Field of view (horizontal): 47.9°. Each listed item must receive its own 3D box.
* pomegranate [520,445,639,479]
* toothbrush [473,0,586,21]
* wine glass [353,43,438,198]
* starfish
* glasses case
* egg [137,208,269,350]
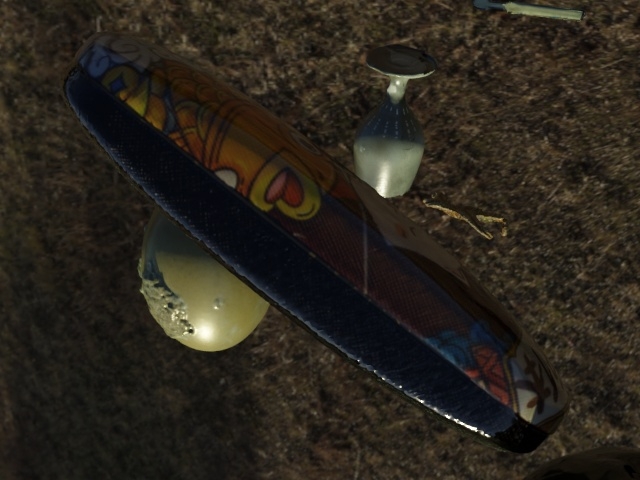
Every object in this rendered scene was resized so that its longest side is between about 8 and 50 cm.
[{"bbox_3d":[0.171,0.224,0.377,0.187,0.187,0.225,7,96,38],"label":"pomegranate"},{"bbox_3d":[0.390,-0.442,1.373,0.294,0.028,0.026,39,132,56],"label":"toothbrush"},{"bbox_3d":[0.122,-0.197,1.222,0.126,0.126,0.241,29,133,30],"label":"wine glass"},{"bbox_3d":[0.297,-0.065,1.497,0.209,0.150,0.053,44,114,57],"label":"starfish"},{"bbox_3d":[0.000,0.000,0.398,0.321,0.122,0.082,38,95,-2],"label":"glasses case"},{"bbox_3d":[-0.122,0.027,0.818,0.164,0.164,0.201,14,106,36],"label":"egg"}]
